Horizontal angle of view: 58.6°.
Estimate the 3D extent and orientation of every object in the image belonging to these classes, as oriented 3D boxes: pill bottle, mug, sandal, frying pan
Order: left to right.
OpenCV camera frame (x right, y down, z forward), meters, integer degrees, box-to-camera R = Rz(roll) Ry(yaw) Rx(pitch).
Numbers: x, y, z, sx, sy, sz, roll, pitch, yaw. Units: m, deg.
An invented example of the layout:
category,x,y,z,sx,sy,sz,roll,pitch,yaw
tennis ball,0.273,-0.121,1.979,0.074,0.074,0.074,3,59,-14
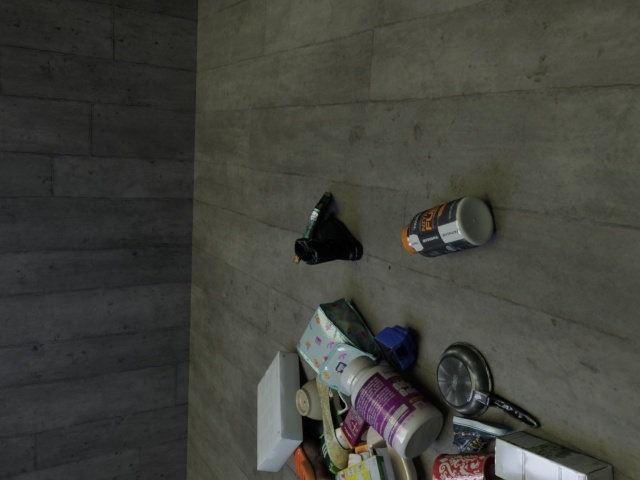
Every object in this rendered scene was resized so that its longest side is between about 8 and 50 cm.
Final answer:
category,x,y,z,sx,sy,sz,roll,pitch,yaw
sandal,0.132,0.782,1.879,0.102,0.076,0.266,126,145,-49
pill bottle,0.197,0.473,1.668,0.301,0.169,0.169,37,123,41
pill bottle,0.322,-0.027,1.504,0.245,0.130,0.131,-21,74,57
frying pan,0.402,0.413,1.486,0.326,0.053,0.197,57,138,44
mug,0.400,0.610,1.472,0.169,0.150,0.113,-35,26,49

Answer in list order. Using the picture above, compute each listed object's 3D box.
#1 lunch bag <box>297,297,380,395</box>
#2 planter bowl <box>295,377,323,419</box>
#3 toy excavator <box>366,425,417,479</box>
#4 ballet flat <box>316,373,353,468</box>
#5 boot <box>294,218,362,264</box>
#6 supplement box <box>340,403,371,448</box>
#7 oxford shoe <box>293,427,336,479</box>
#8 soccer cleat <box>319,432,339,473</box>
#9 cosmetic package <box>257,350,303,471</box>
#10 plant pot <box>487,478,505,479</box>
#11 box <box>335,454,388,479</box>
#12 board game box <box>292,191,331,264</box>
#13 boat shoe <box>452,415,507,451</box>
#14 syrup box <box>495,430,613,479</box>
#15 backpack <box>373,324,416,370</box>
category,x,y,z,sx,sy,sz,roll,pitch,yaw
lunch bag,0.069,0.366,1.921,0.262,0.160,0.223,50,129,30
planter bowl,-0.025,0.595,2.129,0.162,0.109,0.162,6,97,57
toy excavator,0.227,0.822,1.685,0.433,0.222,0.445,46,116,48
ballet flat,0.067,0.614,1.988,0.123,0.123,0.349,-33,64,55
boot,0.000,0.000,1.957,0.246,0.207,0.094,46,129,48
supplement box,0.149,0.574,1.848,0.081,0.104,0.188,51,133,43
oxford shoe,-0.025,0.824,2.149,0.364,0.132,0.130,-126,34,-69
soccer cleat,0.032,0.767,2.051,0.072,0.060,0.179,-44,27,21
cosmetic package,-0.168,0.679,2.279,0.377,0.097,0.284,-96,24,-43
plant pot,0.435,0.771,1.208,0.366,0.366,0.353,4,107,58
box,0.120,0.717,1.687,0.179,0.043,0.105,-36,47,30
board game box,-0.032,-0.045,2.099,0.030,0.136,0.260,28,125,6
boat shoe,0.406,0.503,1.456,0.183,0.065,0.083,161,118,-65
syrup box,0.511,0.511,1.265,0.236,0.093,0.097,5,95,58
backpack,0.235,0.324,1.702,0.098,0.101,0.120,32,151,57
